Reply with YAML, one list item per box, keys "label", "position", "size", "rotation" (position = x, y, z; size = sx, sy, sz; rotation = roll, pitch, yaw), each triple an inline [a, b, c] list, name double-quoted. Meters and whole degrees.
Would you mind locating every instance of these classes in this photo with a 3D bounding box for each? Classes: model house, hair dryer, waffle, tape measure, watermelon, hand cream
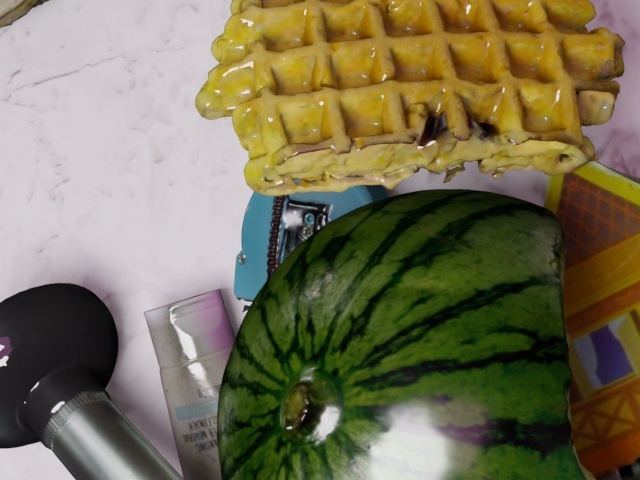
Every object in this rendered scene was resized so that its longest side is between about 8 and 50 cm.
- label: "model house"
  position: [0.208, 0.106, 0.989]
  size: [0.358, 0.242, 0.312]
  rotation: [-30, 61, 19]
- label: "hair dryer"
  position: [-0.193, 0.244, 1.051]
  size: [0.320, 0.156, 0.284]
  rotation: [50, 121, 27]
- label: "waffle"
  position: [0.070, -0.127, 0.932]
  size: [0.283, 0.065, 0.309]
  rotation: [34, 61, 13]
- label: "tape measure"
  position: [0.000, 0.000, 1.072]
  size: [0.125, 0.081, 0.146]
  rotation: [6, 88, 28]
- label: "watermelon"
  position: [0.034, 0.106, 0.867]
  size: [0.331, 0.189, 0.330]
  rotation: [-25, 50, 33]
- label: "hand cream"
  position: [-0.074, 0.200, 1.092]
  size: [0.111, 0.070, 0.312]
  rotation: [-18, 89, 8]

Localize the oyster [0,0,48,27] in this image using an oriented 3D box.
- label: "oyster"
  position: [-0.286, -0.268, 1.130]
  size: [0.271, 0.100, 0.275]
  rotation: [28, 106, 13]
